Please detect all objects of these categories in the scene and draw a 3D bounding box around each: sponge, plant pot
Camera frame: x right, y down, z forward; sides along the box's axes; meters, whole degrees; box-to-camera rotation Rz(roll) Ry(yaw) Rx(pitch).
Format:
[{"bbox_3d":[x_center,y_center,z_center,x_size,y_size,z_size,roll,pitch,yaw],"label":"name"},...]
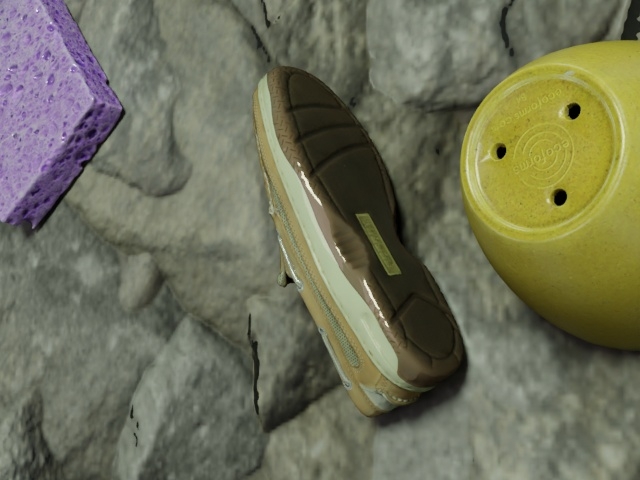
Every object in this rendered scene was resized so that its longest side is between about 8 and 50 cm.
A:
[{"bbox_3d":[-0.222,-0.123,0.744,0.117,0.031,0.210,-47,56,22],"label":"sponge"},{"bbox_3d":[0.110,-0.026,0.415,0.134,0.095,0.134,-9,76,38],"label":"plant pot"}]

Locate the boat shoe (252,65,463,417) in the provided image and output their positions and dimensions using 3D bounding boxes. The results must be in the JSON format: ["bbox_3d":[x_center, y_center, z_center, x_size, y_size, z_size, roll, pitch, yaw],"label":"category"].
[{"bbox_3d":[0.000,0.000,0.523,0.072,0.068,0.190,-43,57,38],"label":"boat shoe"}]
